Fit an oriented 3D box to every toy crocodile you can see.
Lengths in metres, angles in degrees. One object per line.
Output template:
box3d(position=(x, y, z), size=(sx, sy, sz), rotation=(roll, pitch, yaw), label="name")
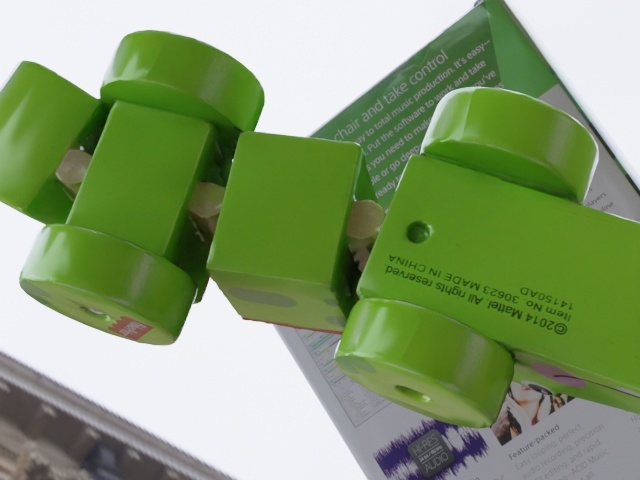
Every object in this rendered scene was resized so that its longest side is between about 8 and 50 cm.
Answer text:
box3d(position=(0.000, 0.000, 0.534), size=(0.105, 0.341, 0.115), rotation=(62, -136, -66), label="toy crocodile")

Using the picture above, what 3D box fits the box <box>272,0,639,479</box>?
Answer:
box3d(position=(0.105, 0.047, 0.801), size=(0.232, 0.322, 0.058), rotation=(-36, -15, 16), label="box")
